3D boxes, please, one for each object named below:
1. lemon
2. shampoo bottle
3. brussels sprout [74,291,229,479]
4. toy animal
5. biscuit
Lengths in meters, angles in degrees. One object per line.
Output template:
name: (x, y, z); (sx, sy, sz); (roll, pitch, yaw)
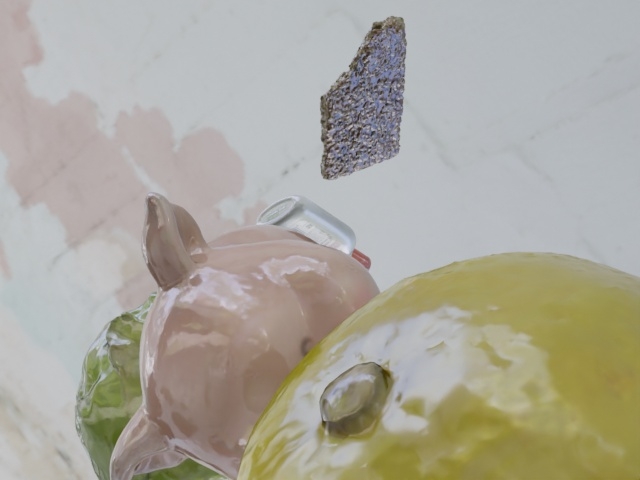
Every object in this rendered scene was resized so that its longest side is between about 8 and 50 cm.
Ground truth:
lemon: (0.113, 0.167, 0.612); (0.348, 0.348, 0.348); (23, -49, 30)
shampoo bottle: (0.000, 0.000, 1.882); (0.108, 0.051, 0.221); (-30, -42, 29)
brussels sprout: (-0.185, 0.235, 1.586); (0.328, 0.328, 0.247); (22, -23, 31)
toy animal: (-0.044, 0.083, 0.959); (0.326, 0.269, 0.237); (25, -72, 60)
biscuit: (0.059, -0.191, 1.593); (0.026, 0.131, 0.237); (48, -29, 38)
